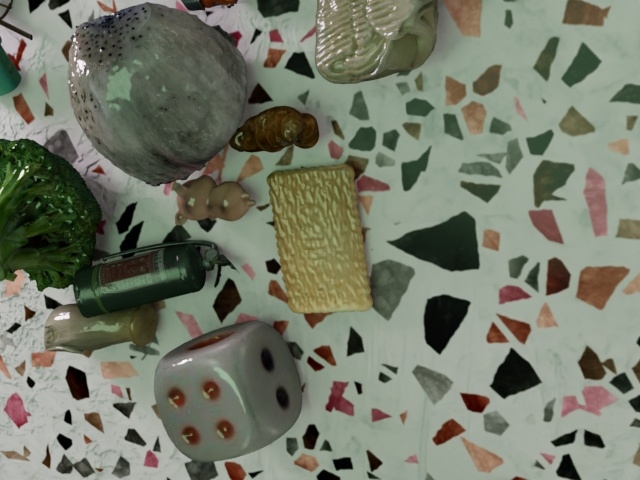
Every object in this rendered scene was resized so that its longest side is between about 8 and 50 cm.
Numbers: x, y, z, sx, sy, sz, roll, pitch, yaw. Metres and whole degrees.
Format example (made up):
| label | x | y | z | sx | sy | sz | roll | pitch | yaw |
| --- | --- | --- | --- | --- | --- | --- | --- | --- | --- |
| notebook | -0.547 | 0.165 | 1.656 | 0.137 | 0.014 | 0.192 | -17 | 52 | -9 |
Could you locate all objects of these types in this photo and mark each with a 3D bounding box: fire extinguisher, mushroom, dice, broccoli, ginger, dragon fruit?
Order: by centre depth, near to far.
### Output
| label | x | y | z | sx | sy | sz | roll | pitch | yaw |
| --- | --- | --- | --- | --- | --- | --- | --- | --- | --- |
| dragon fruit | -0.278 | -0.226 | 1.522 | 0.283 | 0.221 | 0.204 | -14 | 61 | 24 |
| ginger | -0.068 | -0.180 | 1.540 | 0.162 | 0.103 | 0.073 | -4 | 90 | 43 |
| dice | -0.157 | 0.256 | 1.646 | 0.193 | 0.194 | 0.192 | -18 | 95 | 25 |
| fire extinguisher | -0.282 | 0.058 | 1.685 | 0.294 | 0.118 | 0.093 | -14 | 141 | 9 |
| broccoli | -0.532 | -0.031 | 1.703 | 0.308 | 0.275 | 0.308 | 4 | 133 | 5 |
| mushroom | -0.421 | 0.160 | 1.784 | 0.247 | 0.096 | 0.108 | -8 | 136 | 25 |

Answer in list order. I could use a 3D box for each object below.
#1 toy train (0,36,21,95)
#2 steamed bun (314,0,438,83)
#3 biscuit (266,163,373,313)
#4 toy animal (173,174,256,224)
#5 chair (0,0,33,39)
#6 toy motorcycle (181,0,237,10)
| label | x | y | z | sx | sy | sz | roll | pitch | yaw |
| --- | --- | --- | --- | --- | --- | --- | --- | --- | --- |
| toy train | -0.632 | -0.351 | 1.700 | 0.159 | 0.101 | 0.248 | 1 | 142 | 19 |
| steamed bun | 0.101 | -0.332 | 1.401 | 0.211 | 0.144 | 0.218 | -18 | 70 | 39 |
| biscuit | 0.000 | 0.000 | 1.596 | 0.160 | 0.030 | 0.250 | -5 | 102 | 25 |
| toy animal | -0.182 | -0.069 | 1.630 | 0.150 | 0.089 | 0.083 | -3 | 100 | 15 |
| chair | -0.608 | -0.440 | 1.707 | 0.221 | 0.095 | 0.104 | 22 | 103 | 18 |
| toy motorcycle | -0.229 | -0.506 | 1.501 | 0.221 | 0.148 | 0.326 | -22 | 88 | 5 |
